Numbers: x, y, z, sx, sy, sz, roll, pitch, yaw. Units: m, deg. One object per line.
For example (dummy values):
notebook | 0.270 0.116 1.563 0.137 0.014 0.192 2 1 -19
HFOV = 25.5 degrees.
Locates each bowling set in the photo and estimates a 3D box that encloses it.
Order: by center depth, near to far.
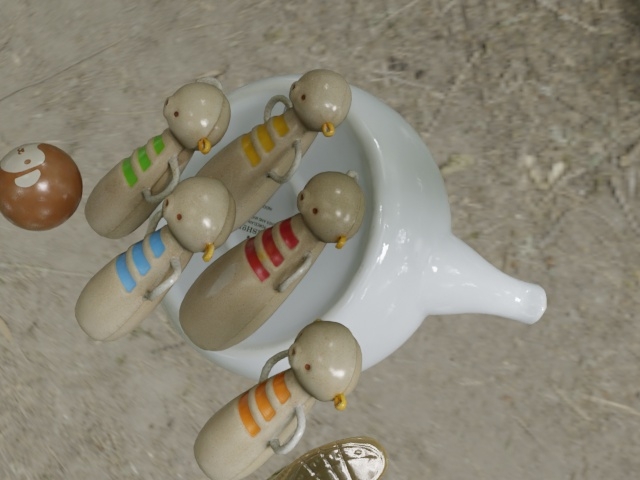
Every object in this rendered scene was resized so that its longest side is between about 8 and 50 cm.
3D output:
bowling set | -0.079 -0.016 0.846 0.200 0.287 0.154 28 123 -33

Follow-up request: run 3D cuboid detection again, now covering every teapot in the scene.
teapot | 0.000 0.000 1.103 0.253 0.187 0.256 -34 64 22

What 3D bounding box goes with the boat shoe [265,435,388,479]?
boat shoe | -0.014 0.183 1.043 0.135 0.045 0.050 -26 91 -1
